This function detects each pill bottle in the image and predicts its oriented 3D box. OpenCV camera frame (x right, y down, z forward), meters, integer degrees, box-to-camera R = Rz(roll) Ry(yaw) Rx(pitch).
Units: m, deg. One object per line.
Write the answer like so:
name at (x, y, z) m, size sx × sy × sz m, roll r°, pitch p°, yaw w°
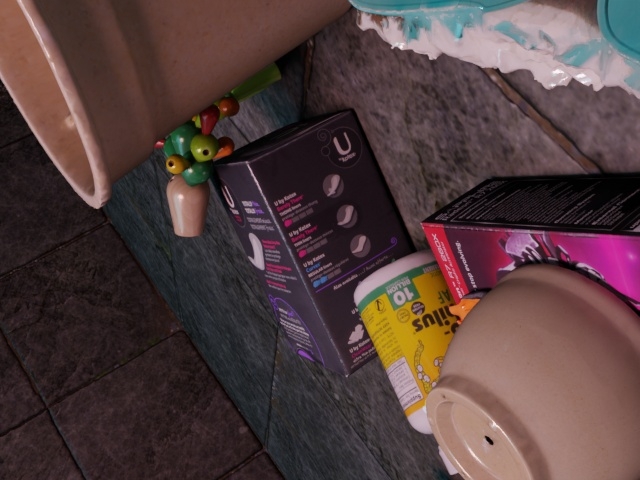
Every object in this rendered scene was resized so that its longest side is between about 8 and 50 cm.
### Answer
pill bottle at (0.125, 0.123, 0.779) m, size 0.117 × 0.118 × 0.208 m, roll 110°, pitch 139°, yaw -64°

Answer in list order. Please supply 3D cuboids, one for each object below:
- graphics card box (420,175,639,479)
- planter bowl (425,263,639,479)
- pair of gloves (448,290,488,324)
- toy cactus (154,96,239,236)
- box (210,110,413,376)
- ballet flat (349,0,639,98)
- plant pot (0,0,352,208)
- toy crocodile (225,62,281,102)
graphics card box at (0.240, 0.072, 0.537) m, size 0.371 × 0.094 × 0.232 m, roll 7°, pitch 125°, yaw 64°
planter bowl at (0.142, 0.112, 0.514) m, size 0.162 × 0.109 × 0.162 m, roll 43°, pitch 152°, yaw 30°
pair of gloves at (0.142, 0.078, 0.623) m, size 0.083 × 0.010 × 0.074 m, roll 58°, pitch 157°, yaw 0°
toy cactus at (-0.158, -0.093, 0.866) m, size 0.219 × 0.112 × 0.180 m, roll 26°, pitch 119°, yaw 54°
box at (0.000, 0.000, 0.915) m, size 0.165 × 0.143 × 0.270 m, roll 8°, pitch 125°, yaw 65°
ballet flat at (0.167, -0.138, 0.382) m, size 0.409 × 0.147 × 0.147 m, roll 34°, pitch 148°, yaw 52°
plant pot at (-0.142, -0.245, 0.677) m, size 0.334 × 0.306 × 0.333 m, roll 48°, pitch 157°, yaw 28°
toy crocodile at (-0.143, -0.225, 0.983) m, size 0.340 × 0.115 × 0.105 m, roll 32°, pitch 150°, yaw 54°
